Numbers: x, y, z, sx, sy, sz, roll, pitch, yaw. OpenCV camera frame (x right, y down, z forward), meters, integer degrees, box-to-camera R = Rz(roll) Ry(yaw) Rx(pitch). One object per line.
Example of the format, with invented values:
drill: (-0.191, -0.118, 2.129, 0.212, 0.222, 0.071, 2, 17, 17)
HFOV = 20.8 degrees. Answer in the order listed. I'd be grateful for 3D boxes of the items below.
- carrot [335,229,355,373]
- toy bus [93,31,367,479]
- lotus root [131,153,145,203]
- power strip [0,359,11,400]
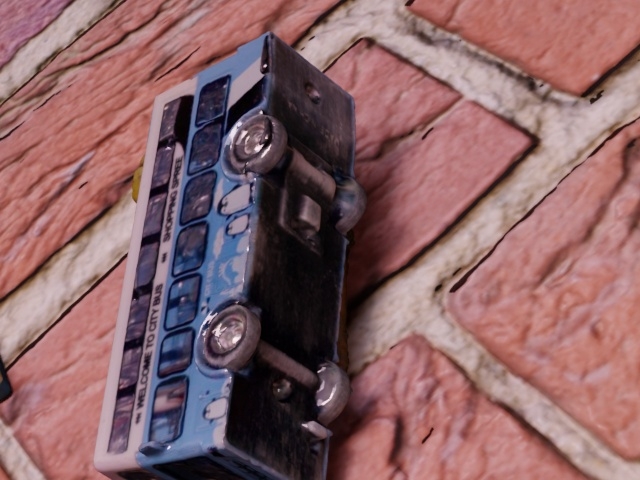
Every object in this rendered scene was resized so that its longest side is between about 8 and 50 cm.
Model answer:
carrot: (0.000, 0.000, 1.163, 0.049, 0.049, 0.254, -21, 46, 16)
toy bus: (-0.052, 0.022, 1.092, 0.131, 0.106, 0.297, -19, 50, 36)
lotus root: (-0.092, -0.046, 1.264, 0.099, 0.049, 0.054, -11, 37, 27)
power strip: (-0.267, 0.082, 1.272, 0.056, 0.032, 0.123, -33, 39, 0)
